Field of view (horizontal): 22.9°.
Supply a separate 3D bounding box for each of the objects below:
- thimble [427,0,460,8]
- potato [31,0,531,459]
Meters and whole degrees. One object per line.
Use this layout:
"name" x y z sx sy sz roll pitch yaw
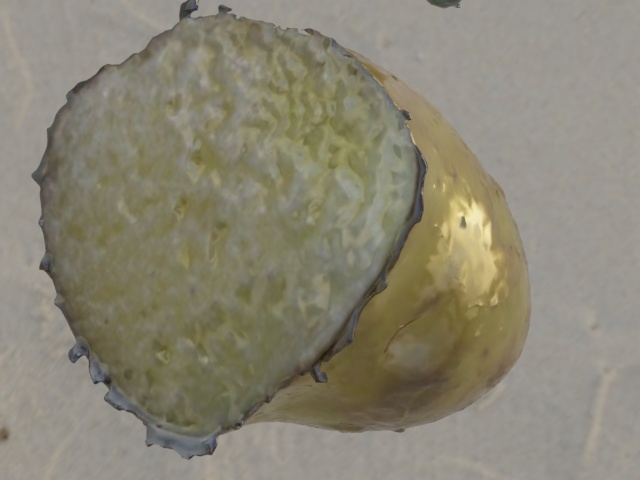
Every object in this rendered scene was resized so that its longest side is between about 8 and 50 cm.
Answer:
"thimble" 0.098 -0.239 1.106 0.090 0.135 0.118 34 38 -2
"potato" 0.000 0.000 1.050 0.237 0.301 0.289 3 54 -56
